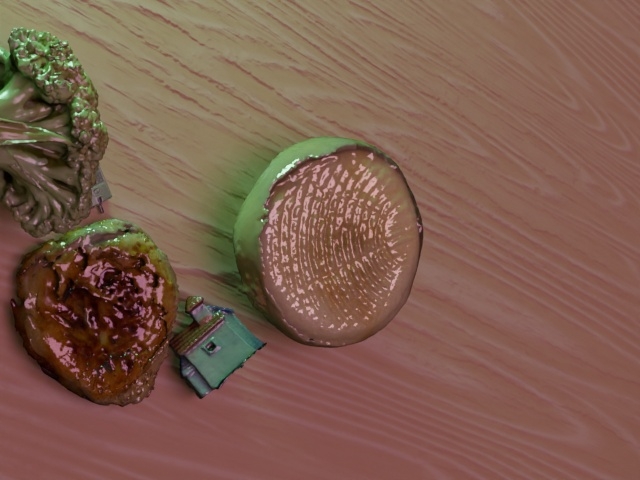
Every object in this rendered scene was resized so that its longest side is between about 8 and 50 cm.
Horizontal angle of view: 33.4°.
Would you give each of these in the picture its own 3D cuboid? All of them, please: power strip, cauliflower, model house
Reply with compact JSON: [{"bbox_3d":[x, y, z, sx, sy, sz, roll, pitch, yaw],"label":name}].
[{"bbox_3d":[-0.367,-0.105,1.679,0.051,0.019,0.136,-30,107,-36],"label":"power strip"},{"bbox_3d":[-0.452,-0.149,1.488,0.281,0.260,0.327,-18,66,-39],"label":"cauliflower"},{"bbox_3d":[-0.187,0.163,1.771,0.148,0.119,0.148,-39,90,-11],"label":"model house"}]

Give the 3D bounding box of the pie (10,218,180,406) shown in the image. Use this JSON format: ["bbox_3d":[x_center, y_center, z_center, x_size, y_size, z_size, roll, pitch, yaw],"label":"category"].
[{"bbox_3d":[-0.334,0.104,1.660,0.308,0.085,0.308,2,87,-37],"label":"pie"}]

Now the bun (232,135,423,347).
[{"bbox_3d":[-0.005,-0.001,1.843,0.364,0.202,0.364,-5,99,-34],"label":"bun"}]
